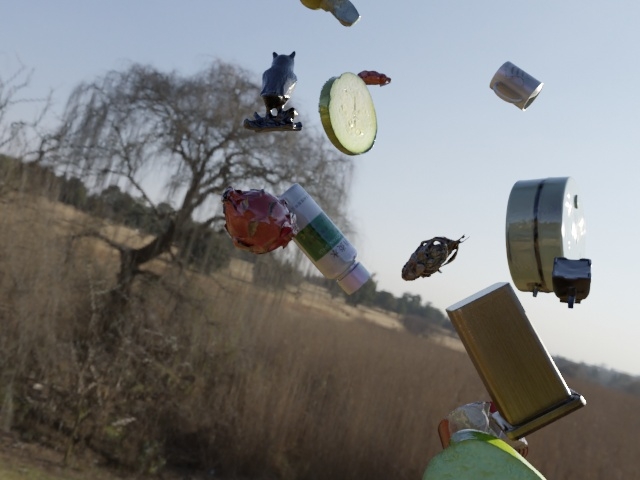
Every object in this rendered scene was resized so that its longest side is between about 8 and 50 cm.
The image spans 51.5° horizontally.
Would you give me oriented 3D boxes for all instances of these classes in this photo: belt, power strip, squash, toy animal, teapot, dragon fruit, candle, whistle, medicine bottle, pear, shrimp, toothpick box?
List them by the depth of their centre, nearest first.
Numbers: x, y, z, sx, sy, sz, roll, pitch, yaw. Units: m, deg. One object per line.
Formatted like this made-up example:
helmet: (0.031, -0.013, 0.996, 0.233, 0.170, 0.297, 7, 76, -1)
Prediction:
dragon fruit: (-0.128, -0.038, 1.308, 0.166, 0.133, 0.136, 37, -16, -18)
pear: (0.316, 0.511, 1.313, 0.293, 0.292, 0.159, 14, -17, 22)
medicine bottle: (0.000, 0.000, 1.433, 0.260, 0.095, 0.095, 50, -10, -6)
shrimp: (0.248, 0.034, 1.450, 0.190, 0.074, 0.073, -31, 7, 36)
toy animal: (-0.108, -0.349, 1.497, 0.121, 0.210, 0.117, -2, -15, 15)
toothpick box: (0.431, 0.265, 1.535, 0.188, 0.308, 0.190, -27, -4, 2)
teapot: (0.594, 0.105, 1.571, 0.087, 0.096, 0.177, 2, 22, 21)
squash: (0.074, -0.327, 1.743, 0.041, 0.219, 0.219, -5, -18, 40)
belt: (0.438, 0.543, 1.806, 0.227, 0.115, 0.324, -20, -37, 10)
whistle: (0.020, -0.677, 1.860, 0.223, 0.123, 0.123, 43, -3, 6)
power strip: (0.655, -0.004, 1.913, 0.162, 0.357, 0.357, -1, -14, 31)
candle: (0.174, -0.523, 2.144, 0.048, 0.053, 0.162, -24, 26, -28)

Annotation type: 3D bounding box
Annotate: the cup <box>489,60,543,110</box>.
cup: (0.582, -0.463, 1.984, 0.133, 0.099, 0.136, 41, 24, 17)
